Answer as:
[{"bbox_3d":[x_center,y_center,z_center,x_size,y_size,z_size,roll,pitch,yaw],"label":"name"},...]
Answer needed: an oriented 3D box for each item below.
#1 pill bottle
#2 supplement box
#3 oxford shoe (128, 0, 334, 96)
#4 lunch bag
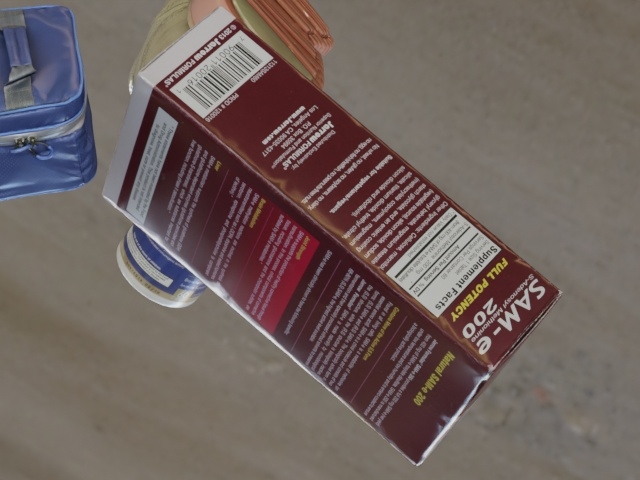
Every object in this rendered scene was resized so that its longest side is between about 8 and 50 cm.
[{"bbox_3d":[-0.112,-0.023,1.657,0.094,0.094,0.169,36,119,-7],"label":"pill bottle"},{"bbox_3d":[0.000,0.000,0.949,0.239,0.073,0.130,41,148,8],"label":"supplement box"},{"bbox_3d":[-0.086,-0.148,1.353,0.146,0.397,0.140,-42,99,13],"label":"oxford shoe"},{"bbox_3d":[-0.146,-0.069,0.850,0.067,0.098,0.065,-10,131,-7],"label":"lunch bag"}]
